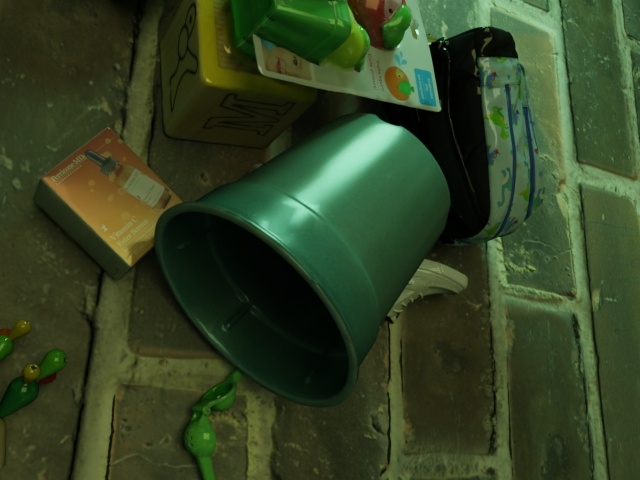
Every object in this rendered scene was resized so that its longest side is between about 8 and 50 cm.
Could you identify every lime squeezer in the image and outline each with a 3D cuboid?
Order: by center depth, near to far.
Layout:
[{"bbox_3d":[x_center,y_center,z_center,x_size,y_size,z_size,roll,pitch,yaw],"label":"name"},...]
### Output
[{"bbox_3d":[-0.139,0.265,0.994,0.110,0.059,0.310,26,63,-20],"label":"lime squeezer"}]

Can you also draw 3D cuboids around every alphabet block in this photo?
[{"bbox_3d":[-0.139,-0.279,1.080,0.194,0.197,0.192,1,75,-29],"label":"alphabet block"}]

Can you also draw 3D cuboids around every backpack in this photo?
[{"bbox_3d":[0.268,-0.167,1.234,0.274,0.290,0.355,3,81,-38],"label":"backpack"}]

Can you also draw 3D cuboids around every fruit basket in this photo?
[{"bbox_3d":[0.038,-0.367,0.995,0.353,0.165,0.326,0,74,-32],"label":"fruit basket"}]

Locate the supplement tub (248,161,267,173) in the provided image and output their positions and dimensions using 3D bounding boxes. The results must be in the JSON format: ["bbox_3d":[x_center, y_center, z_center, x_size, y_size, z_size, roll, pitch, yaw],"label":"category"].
[{"bbox_3d":[-0.063,-0.104,1.143,0.107,0.071,0.070,-15,82,-33],"label":"supplement tub"}]

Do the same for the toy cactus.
[{"bbox_3d":[-0.434,0.200,0.838,0.219,0.112,0.180,-10,99,-34],"label":"toy cactus"}]

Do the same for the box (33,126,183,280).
[{"bbox_3d":[-0.301,-0.051,0.964,0.170,0.091,0.130,46,58,-10],"label":"box"}]

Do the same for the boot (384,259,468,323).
[{"bbox_3d":[0.141,0.092,1.195,0.259,0.095,0.123,15,73,-16],"label":"boot"}]

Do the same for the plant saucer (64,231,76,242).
[{"bbox_3d":[-0.344,-0.033,0.996,0.084,0.013,0.083,9,71,-28],"label":"plant saucer"}]

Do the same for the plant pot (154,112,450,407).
[{"bbox_3d":[0.000,0.000,0.971,0.341,0.341,0.334,50,54,-7],"label":"plant pot"}]

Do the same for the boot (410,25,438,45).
[{"bbox_3d":[0.226,-0.401,1.384,0.306,0.112,0.115,-9,69,-29],"label":"boot"}]
